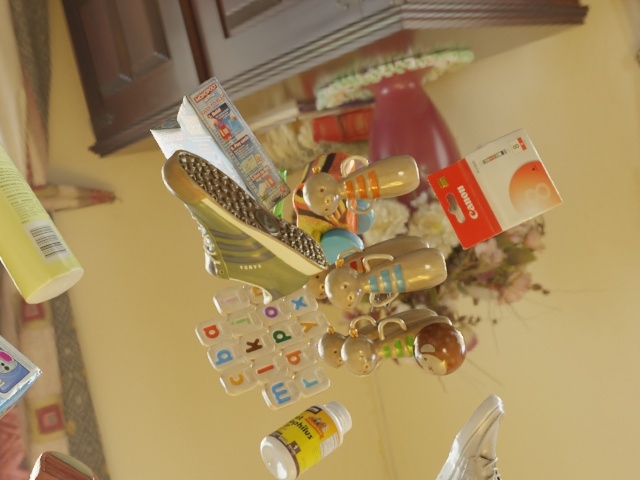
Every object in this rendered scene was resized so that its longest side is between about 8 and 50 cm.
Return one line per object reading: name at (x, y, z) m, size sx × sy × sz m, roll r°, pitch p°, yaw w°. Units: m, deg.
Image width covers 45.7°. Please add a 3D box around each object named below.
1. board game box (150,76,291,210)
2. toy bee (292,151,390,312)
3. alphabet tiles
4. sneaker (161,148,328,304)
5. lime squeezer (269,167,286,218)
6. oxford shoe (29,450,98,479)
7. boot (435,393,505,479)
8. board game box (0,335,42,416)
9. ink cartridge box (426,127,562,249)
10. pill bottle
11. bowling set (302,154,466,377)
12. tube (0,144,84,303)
board game box at (-0.160, -0.139, 1.123) m, size 0.194 × 0.194 × 0.060 m, roll 7°, pitch -140°, yaw 48°
toy bee at (0.000, 0.000, 1.196) m, size 0.162 × 0.298 × 0.195 m, roll 0°, pitch -156°, yaw 20°
alphabet tiles at (-0.103, 0.207, 1.571) m, size 0.278 × 0.284 × 0.021 m, roll -17°, pitch 153°, yaw -31°
sneaker at (-0.087, 0.000, 0.723) m, size 0.086 × 0.192 × 0.064 m, roll -41°, pitch -147°, yaw 22°
lime squeezer at (-0.123, -0.046, 1.580) m, size 0.059 × 0.110 × 0.310 m, roll -28°, pitch 177°, yaw -41°
oxford shoe at (-0.411, 0.450, 1.105) m, size 0.146 × 0.140 × 0.397 m, roll -58°, pitch -171°, yaw -1°
boot at (0.278, 0.386, 1.271) m, size 0.123 × 0.258 × 0.095 m, roll 36°, pitch -147°, yaw 29°
board game box at (-0.517, 0.143, 0.813) m, size 0.086 × 0.308 × 0.302 m, roll -47°, pitch -176°, yaw 26°
ink cartridge box at (0.289, -0.087, 1.264) m, size 0.179 × 0.145 × 0.045 m, roll -24°, pitch 172°, yaw -10°
pill bottle at (-0.029, 0.468, 1.798) m, size 0.215 × 0.117 × 0.117 m, roll -27°, pitch -169°, yaw -37°
bowling set at (0.059, 0.066, 0.815) m, size 0.154 × 0.287 × 0.200 m, roll -13°, pitch -152°, yaw 0°
tube at (-0.319, -0.052, 0.744) m, size 0.062 × 0.240 × 0.070 m, roll -29°, pitch 173°, yaw -34°
